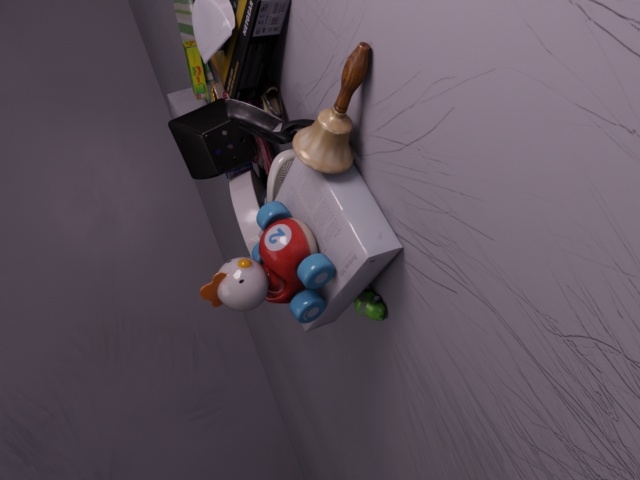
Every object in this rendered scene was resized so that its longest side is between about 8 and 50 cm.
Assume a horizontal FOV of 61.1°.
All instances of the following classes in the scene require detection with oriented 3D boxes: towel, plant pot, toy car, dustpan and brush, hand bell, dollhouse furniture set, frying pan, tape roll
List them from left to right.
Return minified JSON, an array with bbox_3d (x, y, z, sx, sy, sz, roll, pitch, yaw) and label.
[{"bbox_3d":[-0.463,-0.741,1.963,0.248,0.038,0.324,41,146,53],"label":"towel"},{"bbox_3d":[-0.249,-0.526,1.213,0.147,0.060,0.211,-21,93,50],"label":"dustpan and brush"},{"bbox_3d":[-0.379,-0.389,1.914,0.198,0.152,0.301,2,111,71],"label":"dollhouse furniture set"},{"bbox_3d":[-0.290,-0.281,1.549,0.167,0.188,0.187,25,141,52],"label":"plant pot"},{"bbox_3d":[-0.225,-0.334,1.641,0.329,0.037,0.236,40,154,62],"label":"towel"},{"bbox_3d":[-0.134,0.066,1.129,0.219,0.238,0.210,49,142,35],"label":"toy car"},{"bbox_3d":[-0.169,-0.025,1.635,0.392,0.072,0.391,-20,-90,-88],"label":"tape roll"},{"bbox_3d":[-0.093,-0.264,1.296,0.326,0.053,0.197,24,179,25],"label":"frying pan"},{"bbox_3d":[0.040,-0.247,0.970,0.126,0.126,0.242,60,147,26],"label":"hand bell"},{"bbox_3d":[0.078,0.111,1.290,0.225,0.053,0.238,51,155,45],"label":"toy car"}]

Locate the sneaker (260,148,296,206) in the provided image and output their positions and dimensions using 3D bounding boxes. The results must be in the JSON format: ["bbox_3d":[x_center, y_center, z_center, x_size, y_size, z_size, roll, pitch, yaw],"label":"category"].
[{"bbox_3d":[-0.105,-0.124,1.436,0.148,0.131,0.349,52,157,32],"label":"sneaker"}]

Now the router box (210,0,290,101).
[{"bbox_3d":[-0.188,-0.513,1.245,0.242,0.081,0.308,63,151,19],"label":"router box"}]

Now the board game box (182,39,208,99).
[{"bbox_3d":[-0.437,-0.597,1.901,0.092,0.043,0.181,-123,22,-50],"label":"board game box"}]

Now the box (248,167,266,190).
[{"bbox_3d":[-0.219,-0.205,1.790,0.094,0.027,0.137,53,174,39],"label":"box"}]

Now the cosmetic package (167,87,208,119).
[{"bbox_3d":[-0.530,-0.484,2.282,0.224,0.138,0.224,54,157,37],"label":"cosmetic package"}]

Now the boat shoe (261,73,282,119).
[{"bbox_3d":[-0.125,-0.372,1.359,0.049,0.056,0.152,-27,83,58],"label":"boat shoe"}]

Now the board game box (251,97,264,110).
[{"bbox_3d":[-0.197,-0.447,1.517,0.145,0.027,0.281,-126,23,-43],"label":"board game box"}]

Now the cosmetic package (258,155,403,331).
[{"bbox_3d":[0.000,0.000,1.205,0.284,0.098,0.377,64,149,21],"label":"cosmetic package"}]

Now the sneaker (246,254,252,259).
[{"bbox_3d":[-0.324,0.140,2.351,0.135,0.150,0.366,70,163,1],"label":"sneaker"}]

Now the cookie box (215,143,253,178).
[{"bbox_3d":[-0.276,-0.260,1.707,0.107,0.092,0.040,60,165,20],"label":"cookie box"}]
